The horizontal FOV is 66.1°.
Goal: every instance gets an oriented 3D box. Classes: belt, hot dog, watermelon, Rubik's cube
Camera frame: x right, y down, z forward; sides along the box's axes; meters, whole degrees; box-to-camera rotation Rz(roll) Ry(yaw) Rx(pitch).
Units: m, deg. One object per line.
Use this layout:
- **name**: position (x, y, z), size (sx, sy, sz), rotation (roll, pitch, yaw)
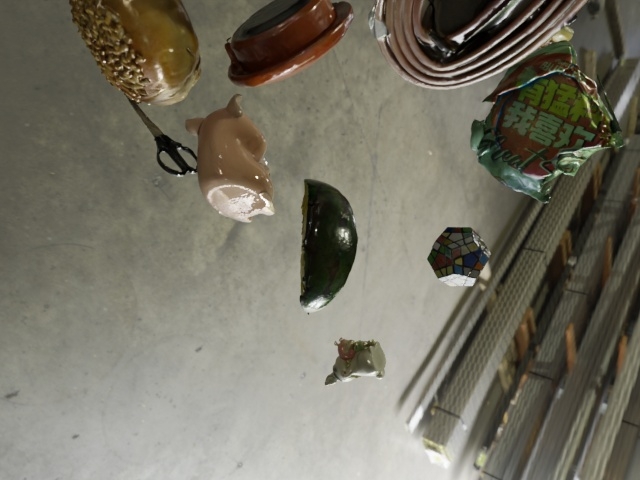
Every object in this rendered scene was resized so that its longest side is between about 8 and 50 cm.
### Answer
- **belt**: position (0.153, -0.262, 0.441), size (0.184, 0.261, 0.105), rotation (27, 53, -21)
- **hot dog**: position (0.676, -0.644, 1.538), size (0.084, 0.242, 0.074), rotation (2, 117, -23)
- **watermelon**: position (0.000, 0.000, 1.023), size (0.122, 0.129, 0.302), rotation (10, 73, -24)
- **Rubik's cube**: position (0.244, 0.028, 0.866), size (0.111, 0.111, 0.093), rotation (-47, 130, -31)

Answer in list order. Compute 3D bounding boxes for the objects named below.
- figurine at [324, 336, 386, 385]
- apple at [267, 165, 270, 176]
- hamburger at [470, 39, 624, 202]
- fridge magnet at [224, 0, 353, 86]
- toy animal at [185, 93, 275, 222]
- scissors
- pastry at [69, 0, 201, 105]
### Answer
- **figurine**: position (0.068, 0.261, 1.082), size (0.081, 0.146, 0.098), rotation (21, 58, -50)
- **apple**: position (-0.209, -0.196, 1.467), size (0.126, 0.126, 0.102), rotation (-25, 149, -44)
- **hamburger**: position (0.458, -0.238, 1.013), size (0.150, 0.261, 0.276), rotation (-25, 163, -45)
- **fridge magnet**: position (-0.087, -0.518, 1.260), size (0.364, 0.363, 0.155), rotation (-52, 130, -27)
- **toy animal**: position (-0.211, -0.202, 1.246), size (0.212, 0.194, 0.257), rotation (24, 53, -51)
- **scissors**: position (-0.425, -0.280, 1.283), size (0.109, 0.300, 0.022), rotation (-25, 160, -45)
- **pastry**: position (-0.471, -0.531, 1.237), size (0.244, 0.409, 0.410), rotation (-30, 124, -16)
